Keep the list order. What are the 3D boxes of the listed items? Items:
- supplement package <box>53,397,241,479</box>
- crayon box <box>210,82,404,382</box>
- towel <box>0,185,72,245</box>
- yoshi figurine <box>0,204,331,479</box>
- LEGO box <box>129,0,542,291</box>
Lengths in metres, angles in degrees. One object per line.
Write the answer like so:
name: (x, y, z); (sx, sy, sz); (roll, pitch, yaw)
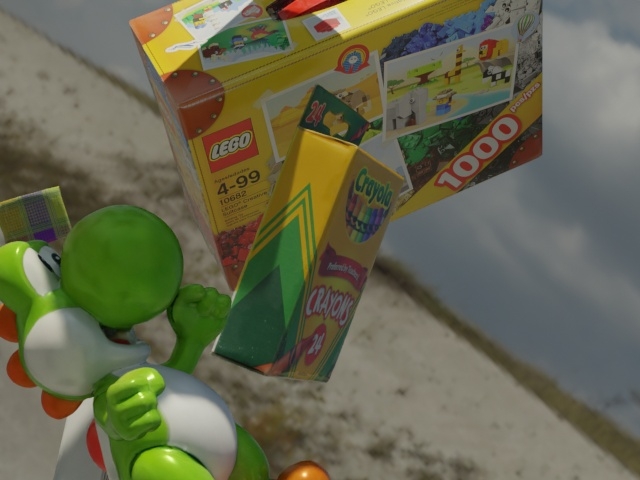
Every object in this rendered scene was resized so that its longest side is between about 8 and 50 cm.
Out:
supplement package: (-0.177, 0.234, 1.473); (0.139, 0.133, 0.244); (7, -17, 9)
crayon box: (0.000, 0.000, 1.565); (0.081, 0.318, 0.202); (20, 0, 21)
towel: (-0.316, -0.022, 1.510); (0.009, 0.083, 0.060); (-26, 99, -77)
yoshi figurine: (-0.136, 0.113, 1.208); (0.362, 0.203, 0.203); (48, -23, 6)
LEGO box: (0.039, -0.201, 1.860); (0.193, 0.500, 0.372); (58, -13, 38)
